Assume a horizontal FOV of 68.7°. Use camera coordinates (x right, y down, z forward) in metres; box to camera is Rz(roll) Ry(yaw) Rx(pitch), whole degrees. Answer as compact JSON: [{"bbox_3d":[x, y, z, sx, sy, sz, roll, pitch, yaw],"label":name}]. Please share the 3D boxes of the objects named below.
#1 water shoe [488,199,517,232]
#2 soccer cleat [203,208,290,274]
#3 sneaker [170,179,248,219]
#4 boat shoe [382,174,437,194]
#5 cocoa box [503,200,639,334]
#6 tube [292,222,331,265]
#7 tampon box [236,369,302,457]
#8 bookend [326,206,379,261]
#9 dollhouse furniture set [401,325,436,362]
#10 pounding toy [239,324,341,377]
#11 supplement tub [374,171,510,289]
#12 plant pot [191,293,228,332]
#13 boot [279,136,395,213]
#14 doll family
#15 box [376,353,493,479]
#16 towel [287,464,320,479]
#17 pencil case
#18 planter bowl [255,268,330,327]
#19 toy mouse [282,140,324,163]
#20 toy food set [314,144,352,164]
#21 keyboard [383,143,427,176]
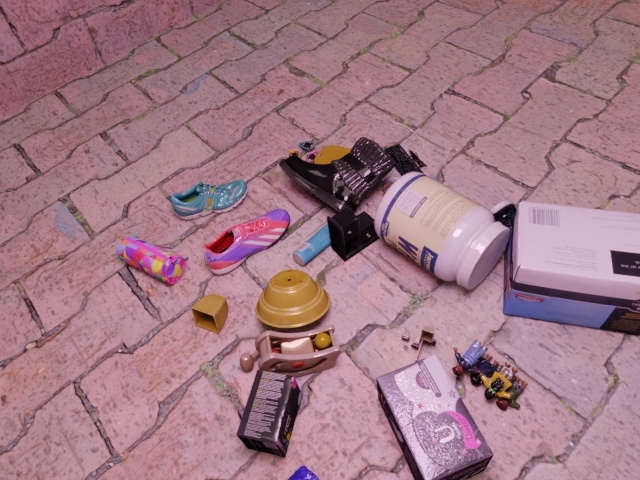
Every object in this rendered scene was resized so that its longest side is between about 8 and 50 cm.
[{"bbox_3d":[0.554,-0.055,1.364,0.073,0.203,0.080,-36,58,21],"label":"water shoe"},{"bbox_3d":[-0.231,-0.017,1.501,0.318,0.117,0.108,-36,55,-18],"label":"soccer cleat"},{"bbox_3d":[-0.387,-0.154,1.638,0.275,0.110,0.107,-19,52,-8],"label":"sneaker"},{"bbox_3d":[0.302,-0.175,1.584,0.183,0.066,0.066,-2,56,20],"label":"boat shoe"},{"bbox_3d":[0.674,0.071,1.221,0.346,0.228,0.232,8,53,14],"label":"cocoa box"},{"bbox_3d":[0.000,0.000,1.500,0.080,0.052,0.207,36,60,25],"label":"tube"},{"bbox_3d":[-0.119,0.418,1.138,0.101,0.121,0.161,6,53,14],"label":"tampon box"},{"bbox_3d":[0.108,-0.041,1.443,0.157,0.156,0.072,-33,54,-18],"label":"bookend"},{"bbox_3d":[0.246,0.268,1.207,0.090,0.114,0.081,17,61,18],"label":"dollhouse furniture set"},{"bbox_3d":[-0.093,0.267,1.233,0.269,0.154,0.155,-14,51,-3],"label":"pounding toy"},{"bbox_3d":[0.344,-0.030,1.348,0.235,0.236,0.324,-40,57,-21],"label":"supplement tub"},{"bbox_3d":[-0.314,0.204,1.367,0.081,0.082,0.083,15,45,19],"label":"plant pot"},{"bbox_3d":[0.053,-0.254,1.583,0.348,0.131,0.260,37,92,21],"label":"boot"},{"bbox_3d":[0.412,0.334,1.159,0.111,0.076,0.193,-41,52,-17],"label":"doll family"},{"bbox_3d":[0.251,0.416,1.070,0.163,0.142,0.247,-20,52,-7],"label":"box"},{"bbox_3d":[-0.072,0.659,0.970,0.308,0.076,0.227,-40,56,-21],"label":"towel"},{"bbox_3d":[-0.541,0.057,1.504,0.236,0.104,0.104,18,57,22],"label":"pencil case"},{"bbox_3d":[-0.083,0.143,1.321,0.217,0.091,0.217,-5,27,3],"label":"planter bowl"},{"bbox_3d":[-0.045,-0.331,1.775,0.143,0.031,0.161,-28,53,-13],"label":"toy mouse"},{"bbox_3d":[0.086,-0.262,1.685,0.217,0.071,0.128,19,82,25],"label":"toy food set"},{"bbox_3d":[0.309,-0.294,1.689,0.100,0.038,0.192,-22,53,-9],"label":"keyboard"}]
